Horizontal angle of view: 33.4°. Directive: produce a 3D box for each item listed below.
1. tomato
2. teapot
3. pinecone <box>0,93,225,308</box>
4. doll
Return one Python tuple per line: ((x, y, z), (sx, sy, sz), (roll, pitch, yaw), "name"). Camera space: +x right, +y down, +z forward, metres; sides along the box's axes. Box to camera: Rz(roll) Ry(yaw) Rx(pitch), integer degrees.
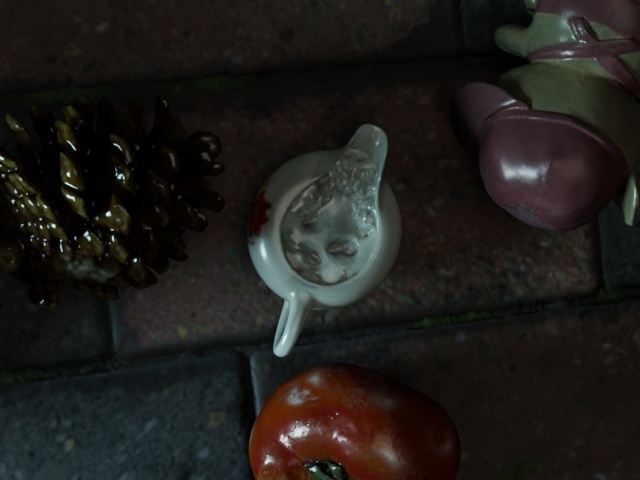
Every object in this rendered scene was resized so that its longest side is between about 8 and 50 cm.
((0.033, 0.188, 0.971), (0.187, 0.151, 0.187), (11, 118, 21), "tomato")
((0.000, 0.000, 0.992), (0.145, 0.092, 0.226), (18, 89, -10), "teapot")
((-0.180, -0.037, 0.910), (0.212, 0.185, 0.168), (-9, 79, -28), "pinecone")
((0.234, -0.134, 1.010), (0.152, 0.196, 0.256), (31, 79, -49), "doll")
